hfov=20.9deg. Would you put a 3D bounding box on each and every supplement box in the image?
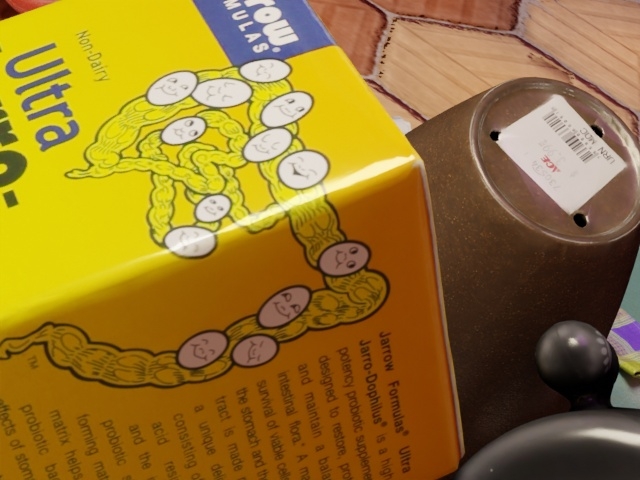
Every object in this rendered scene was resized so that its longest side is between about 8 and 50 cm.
[{"bbox_3d":[-0.141,0.040,0.772,0.356,0.195,0.194,-21,44,-10],"label":"supplement box"}]

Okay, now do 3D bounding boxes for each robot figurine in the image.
[{"bbox_3d":[0.140,0.169,0.863,0.173,0.209,0.278,33,4,15],"label":"robot figurine"}]

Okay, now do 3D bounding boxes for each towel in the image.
[{"bbox_3d":[0.202,0.063,1.183,0.060,0.009,0.083,-4,40,-43],"label":"towel"}]

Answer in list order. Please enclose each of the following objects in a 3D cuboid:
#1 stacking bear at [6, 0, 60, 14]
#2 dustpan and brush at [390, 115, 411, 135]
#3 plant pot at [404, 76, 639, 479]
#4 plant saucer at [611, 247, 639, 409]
[{"bbox_3d":[-0.117,-0.245,1.409,0.289,0.164,0.175,-4,63,-55],"label":"stacking bear"},{"bbox_3d":[0.000,0.000,1.168,0.147,0.060,0.211,-6,34,1],"label":"dustpan and brush"},{"bbox_3d":[0.089,0.013,1.004,0.215,0.230,0.215,11,55,-16],"label":"plant pot"},{"bbox_3d":[0.151,0.028,1.255,0.317,0.044,0.318,20,29,-11],"label":"plant saucer"}]
